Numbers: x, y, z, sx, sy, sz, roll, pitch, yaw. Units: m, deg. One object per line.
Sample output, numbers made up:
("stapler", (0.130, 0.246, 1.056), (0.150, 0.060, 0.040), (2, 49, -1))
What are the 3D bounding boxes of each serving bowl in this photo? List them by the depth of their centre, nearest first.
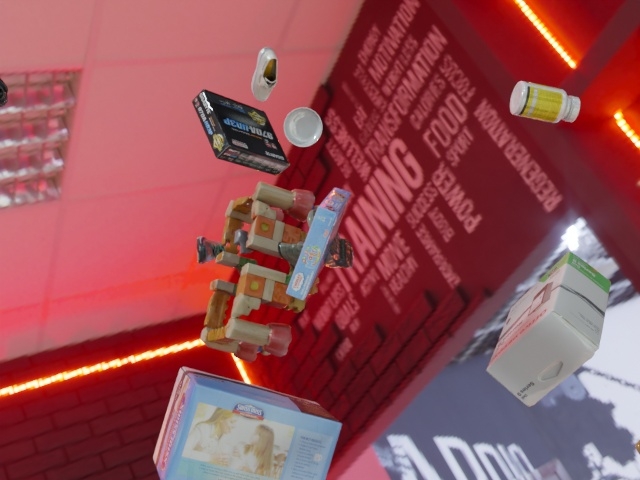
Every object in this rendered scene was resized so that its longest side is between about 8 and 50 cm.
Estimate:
("serving bowl", (-0.035, -0.241, 1.697), (0.083, 0.083, 0.027), (-37, 3, 13))

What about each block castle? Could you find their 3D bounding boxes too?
("block castle", (-0.147, 0.088, 2.144), (0.213, 0.453, 0.303), (17, -19, -22))

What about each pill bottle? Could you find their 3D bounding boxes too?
("pill bottle", (0.417, -0.254, 1.477), (0.116, 0.065, 0.065), (10, -36, -6))

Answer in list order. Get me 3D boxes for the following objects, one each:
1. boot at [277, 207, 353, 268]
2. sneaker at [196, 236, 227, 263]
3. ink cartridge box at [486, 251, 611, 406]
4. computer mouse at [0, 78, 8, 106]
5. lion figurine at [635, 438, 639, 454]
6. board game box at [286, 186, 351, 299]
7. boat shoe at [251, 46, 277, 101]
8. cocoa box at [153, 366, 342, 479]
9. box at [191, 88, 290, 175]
("boot", (-0.030, 0.013, 1.856), (0.161, 0.083, 0.246), (-6, -28, 18))
("sneaker", (-0.330, 0.025, 2.460), (0.098, 0.083, 0.224), (-3, 5, -5))
("ink cartridge box", (0.481, 0.179, 1.664), (0.211, 0.121, 0.289), (-53, -4, 32))
("computer mouse", (-0.674, -0.231, 1.323), (0.262, 0.060, 0.184), (-38, -61, -6))
("lion figurine", (0.539, 0.404, 1.169), (0.142, 0.392, 0.240), (6, -8, 2))
("board game box", (0.000, 0.000, 1.404), (0.211, 0.039, 0.160), (-59, -10, -75))
("boat shoe", (-0.087, -0.262, 1.291), (0.035, 0.035, 0.100), (-11, -40, -28))
("cocoa box", (-0.167, 0.447, 1.773), (0.347, 0.231, 0.228), (19, -4, -16))
("box", (-0.188, -0.254, 1.891), (0.051, 0.175, 0.220), (-38, -28, 26))
